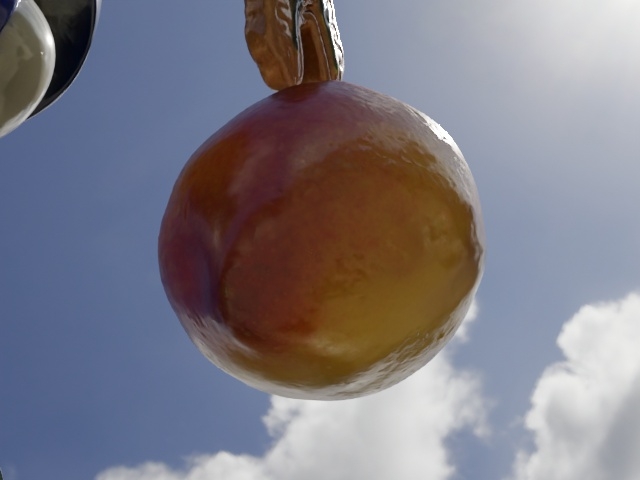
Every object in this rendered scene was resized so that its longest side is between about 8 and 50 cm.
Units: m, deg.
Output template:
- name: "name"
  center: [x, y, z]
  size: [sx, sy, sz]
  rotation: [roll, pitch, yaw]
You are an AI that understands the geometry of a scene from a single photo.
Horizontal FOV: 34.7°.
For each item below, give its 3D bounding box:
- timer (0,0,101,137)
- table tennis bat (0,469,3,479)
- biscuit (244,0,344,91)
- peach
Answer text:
- name: "timer"
  center: [-0.296, -0.185, 0.837]
  size: [0.270, 0.383, 0.270]
  rotation: [-7, -67, -16]
- name: "table tennis bat"
  center: [-0.394, 0.288, 1.133]
  size: [0.100, 0.019, 0.155]
  rotation: [-33, -87, -23]
- name: "biscuit"
  center: [-0.039, -0.320, 1.136]
  size: [0.202, 0.047, 0.334]
  rotation: [5, -107, -64]
- name: "peach"
  center: [0.001, -0.005, 0.879]
  size: [0.289, 0.289, 0.308]
  rotation: [-61, -29, -7]
